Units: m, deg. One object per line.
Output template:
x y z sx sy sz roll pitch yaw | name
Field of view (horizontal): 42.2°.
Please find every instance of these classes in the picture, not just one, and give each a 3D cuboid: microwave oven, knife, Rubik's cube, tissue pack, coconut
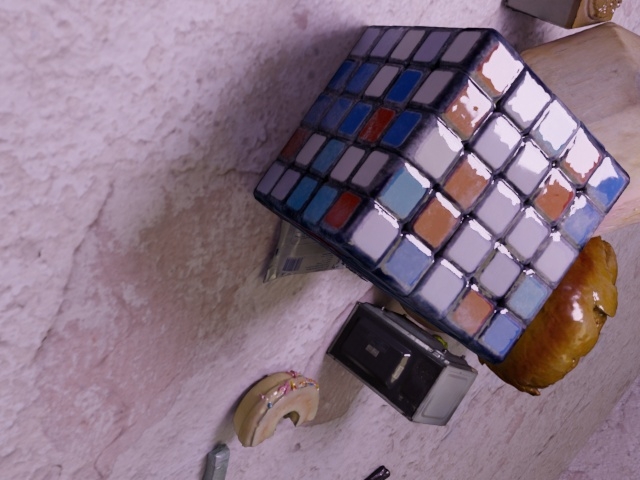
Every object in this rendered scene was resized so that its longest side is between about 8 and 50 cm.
0.144 0.206 1.425 0.129 0.205 0.163 -58 148 3 | microwave oven
0.061 0.566 1.794 0.230 0.028 0.060 -29 150 -32 | knife
0.141 -0.069 1.034 0.292 0.287 0.293 39 87 -28 | Rubik's cube
0.000 0.000 1.230 0.193 0.026 0.123 -7 124 -49 | tissue pack
0.445 -0.180 1.296 0.352 0.352 0.353 -32 140 -32 | coconut

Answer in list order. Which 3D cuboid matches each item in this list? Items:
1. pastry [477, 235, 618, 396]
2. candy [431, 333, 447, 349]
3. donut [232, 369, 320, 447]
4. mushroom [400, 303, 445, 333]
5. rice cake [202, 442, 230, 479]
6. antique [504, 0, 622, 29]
0.431 0.126 1.601 0.356 0.164 0.356 -61 -174 11 | pastry
0.192 0.197 1.628 0.058 0.062 0.194 -20 148 28 | candy
-0.066 0.257 1.329 0.166 0.065 0.108 -8 124 -47 | donut
0.232 0.047 1.446 0.207 0.207 0.215 83 17 -45 | mushroom
-0.176 0.401 1.345 0.033 0.029 0.171 -11 127 -43 | rice cake
0.391 -0.412 1.266 0.152 0.148 0.147 -23 136 -43 | antique
